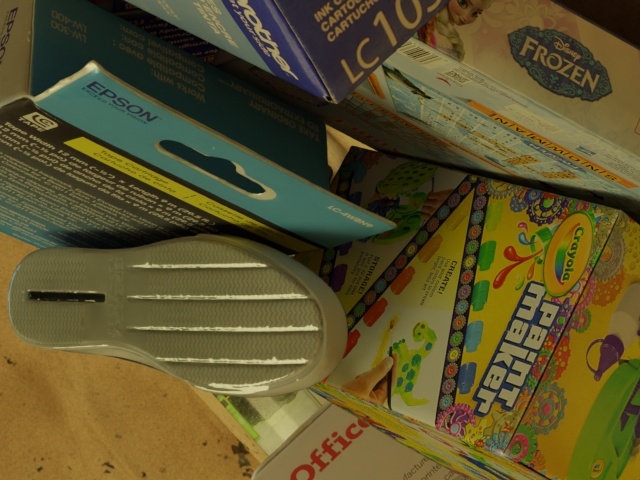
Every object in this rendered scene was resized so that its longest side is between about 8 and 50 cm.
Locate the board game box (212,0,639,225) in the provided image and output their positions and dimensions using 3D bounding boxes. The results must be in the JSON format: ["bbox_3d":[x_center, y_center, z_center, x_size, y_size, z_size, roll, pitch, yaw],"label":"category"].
[{"bbox_3d":[0.118,-0.087,1.236,0.318,0.066,0.318,27,171,-17],"label":"board game box"}]

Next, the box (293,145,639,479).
[{"bbox_3d":[0.161,0.092,1.351,0.290,0.177,0.279,33,171,-39],"label":"box"}]

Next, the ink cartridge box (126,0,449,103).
[{"bbox_3d":[-0.004,-0.241,1.022,0.395,0.270,0.151,31,159,50],"label":"ink cartridge box"}]

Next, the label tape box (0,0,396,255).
[{"bbox_3d":[-0.135,-0.076,1.312,0.249,0.115,0.347,26,157,-31],"label":"label tape box"}]

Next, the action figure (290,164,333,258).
[{"bbox_3d":[0.000,0.000,1.865,0.276,0.164,0.141,57,169,-11],"label":"action figure"}]

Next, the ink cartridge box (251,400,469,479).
[{"bbox_3d":[0.168,0.291,1.862,0.395,0.285,0.166,39,163,35],"label":"ink cartridge box"}]

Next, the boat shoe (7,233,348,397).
[{"bbox_3d":[-0.091,0.046,1.338,0.302,0.109,0.094,8,-178,39],"label":"boat shoe"}]

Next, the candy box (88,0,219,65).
[{"bbox_3d":[-0.111,-0.211,1.404,0.317,0.268,0.122,100,159,-71],"label":"candy box"}]

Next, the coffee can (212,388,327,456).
[{"bbox_3d":[0.006,0.182,2.221,0.275,0.201,0.201,48,166,3],"label":"coffee can"}]
